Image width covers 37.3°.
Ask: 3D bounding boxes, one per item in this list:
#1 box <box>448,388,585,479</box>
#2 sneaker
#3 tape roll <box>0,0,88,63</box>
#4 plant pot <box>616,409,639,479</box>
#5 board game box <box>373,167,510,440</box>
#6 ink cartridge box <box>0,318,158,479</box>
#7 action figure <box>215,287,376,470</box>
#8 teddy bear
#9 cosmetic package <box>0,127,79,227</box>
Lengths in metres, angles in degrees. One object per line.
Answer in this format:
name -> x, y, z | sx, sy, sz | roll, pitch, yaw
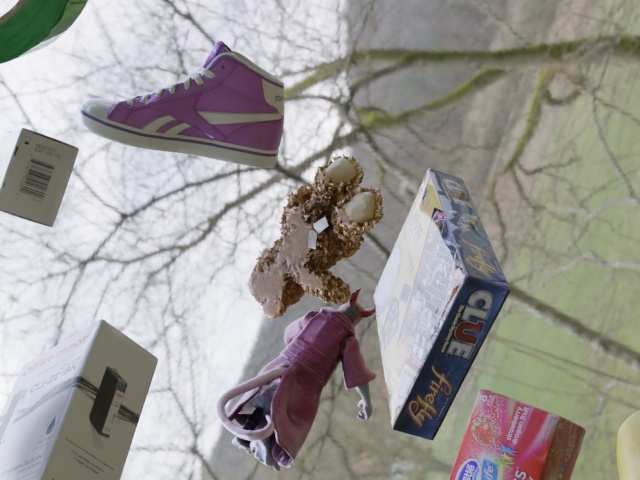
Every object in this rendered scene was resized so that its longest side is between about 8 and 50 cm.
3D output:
box -> 0.256, 0.353, 1.317 | 0.122, 0.128, 0.257 | 30, -102, -52
sneaker -> -0.187, -0.201, 1.303 | 0.102, 0.282, 0.161 | -96, 15, -73
tape roll -> -0.424, -0.371, 1.130 | 0.077, 0.321, 0.321 | -59, -16, -68
plant pot -> 0.377, 0.236, 1.029 | 0.095, 0.134, 0.134 | -114, 26, -48
board game box -> 0.106, 0.051, 0.910 | 0.243, 0.042, 0.165 | -93, 22, -64
ink cartridge box -> -0.352, 0.267, 1.287 | 0.197, 0.114, 0.273 | -29, 31, 31
action figure -> -0.039, 0.221, 1.723 | 0.370, 0.248, 0.276 | -53, -37, -15
teddy bear -> 0.000, 0.000, 1.735 | 0.113, 0.245, 0.338 | 2, -61, -48
cosmetic package -> -0.566, -0.118, 1.818 | 0.309, 0.113, 0.160 | 8, 79, 66
